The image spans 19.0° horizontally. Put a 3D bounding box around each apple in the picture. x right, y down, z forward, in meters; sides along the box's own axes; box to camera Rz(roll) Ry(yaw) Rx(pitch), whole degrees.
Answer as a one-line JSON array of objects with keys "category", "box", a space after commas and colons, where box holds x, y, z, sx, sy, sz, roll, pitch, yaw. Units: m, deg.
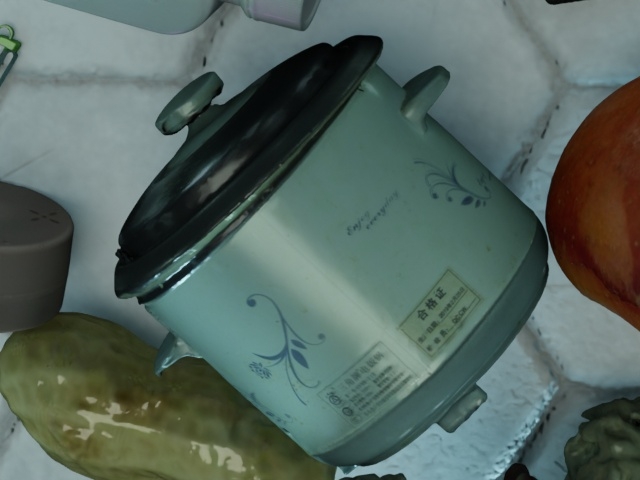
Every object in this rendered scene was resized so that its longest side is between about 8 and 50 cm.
[{"category": "apple", "box": [0.296, -0.006, 1.322, 0.272, 0.251, 0.206, 37, 100, 25]}]

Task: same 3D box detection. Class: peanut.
[{"category": "peanut", "box": [-0.125, 0.147, 1.544, 0.290, 0.130, 0.130, 18, 114, 7]}]

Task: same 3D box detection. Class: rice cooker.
[{"category": "rice cooker", "box": [0.000, 0.000, 1.382, 0.316, 0.264, 0.317, 1, 107, 3]}]

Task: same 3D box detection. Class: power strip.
[{"category": "power strip", "box": [-0.274, 0.011, 1.505, 0.154, 0.154, 0.078, 15, 112, 6]}]

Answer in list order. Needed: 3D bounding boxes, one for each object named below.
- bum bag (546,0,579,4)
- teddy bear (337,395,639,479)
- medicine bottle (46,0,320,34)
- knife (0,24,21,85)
[{"category": "bum bag", "box": [0.160, -0.295, 1.328, 0.137, 0.074, 0.310, -30, 109, 9]}, {"category": "teddy bear", "box": [0.119, 0.313, 1.485, 0.224, 0.357, 0.367, 61, 146, 25]}, {"category": "medicine bottle", "box": [-0.138, -0.242, 1.398, 0.296, 0.111, 0.161, 17, 114, 4]}, {"category": "knife", "box": [-0.319, -0.176, 1.514, 0.166, 0.022, 0.078, 34, 110, -3]}]
